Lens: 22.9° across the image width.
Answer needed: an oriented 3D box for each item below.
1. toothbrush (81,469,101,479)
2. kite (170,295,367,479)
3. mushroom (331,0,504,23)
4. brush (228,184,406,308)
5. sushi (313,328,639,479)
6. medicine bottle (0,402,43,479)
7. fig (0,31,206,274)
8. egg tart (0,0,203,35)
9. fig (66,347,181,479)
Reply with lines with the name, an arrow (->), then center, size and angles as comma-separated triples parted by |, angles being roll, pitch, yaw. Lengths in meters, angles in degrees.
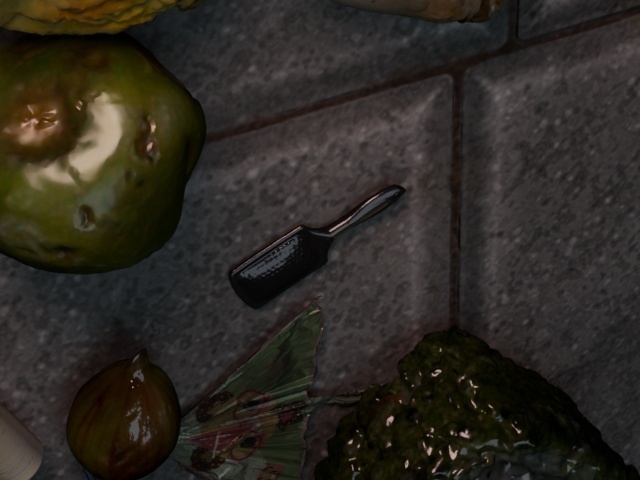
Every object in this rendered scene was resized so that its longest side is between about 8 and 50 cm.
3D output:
toothbrush -> -0.128, 0.328, 1.710 | 0.040, 0.040, 0.386 | -43, 135, 7
kite -> -0.055, 0.188, 1.660 | 0.267, 0.013, 0.323 | -12, 131, -21
mushroom -> 0.012, -0.288, 1.241 | 0.177, 0.126, 0.397 | -45, 131, -3
brush -> 0.000, 0.000, 1.536 | 0.193, 0.016, 0.063 | -35, 136, -1
sushi -> 0.162, 0.277, 1.734 | 0.294, 0.178, 0.352 | -49, 135, 12
medicine bottle -> -0.333, 0.144, 1.426 | 0.059, 0.059, 0.231 | -35, 135, -1
fig -> -0.182, -0.051, 1.298 | 0.206, 0.206, 0.275 | -34, 159, -2
egg tart -> -0.174, -0.207, 1.119 | 0.290, 0.107, 0.291 | -8, 165, -2
fig -> -0.184, 0.159, 1.497 | 0.109, 0.103, 0.155 | -34, 148, -34
